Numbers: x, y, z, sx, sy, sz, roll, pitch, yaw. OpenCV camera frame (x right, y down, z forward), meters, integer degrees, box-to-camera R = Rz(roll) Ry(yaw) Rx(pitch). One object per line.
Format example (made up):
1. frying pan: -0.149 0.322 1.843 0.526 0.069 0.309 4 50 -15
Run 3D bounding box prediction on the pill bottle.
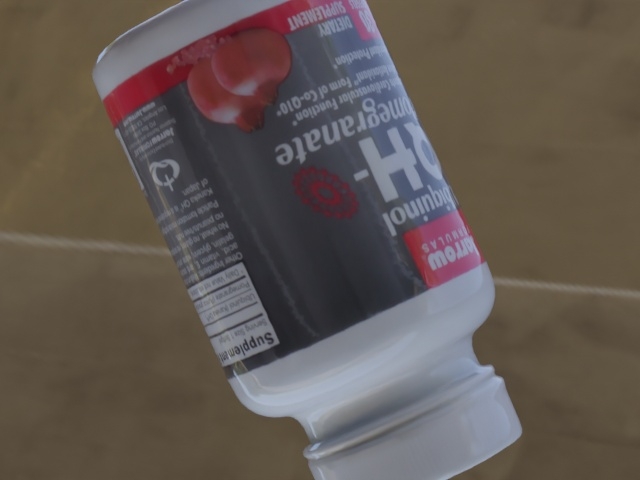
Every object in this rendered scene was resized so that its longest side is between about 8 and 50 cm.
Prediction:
1. pill bottle: 0.000 0.000 1.154 0.176 0.176 0.318 -25 -91 31
